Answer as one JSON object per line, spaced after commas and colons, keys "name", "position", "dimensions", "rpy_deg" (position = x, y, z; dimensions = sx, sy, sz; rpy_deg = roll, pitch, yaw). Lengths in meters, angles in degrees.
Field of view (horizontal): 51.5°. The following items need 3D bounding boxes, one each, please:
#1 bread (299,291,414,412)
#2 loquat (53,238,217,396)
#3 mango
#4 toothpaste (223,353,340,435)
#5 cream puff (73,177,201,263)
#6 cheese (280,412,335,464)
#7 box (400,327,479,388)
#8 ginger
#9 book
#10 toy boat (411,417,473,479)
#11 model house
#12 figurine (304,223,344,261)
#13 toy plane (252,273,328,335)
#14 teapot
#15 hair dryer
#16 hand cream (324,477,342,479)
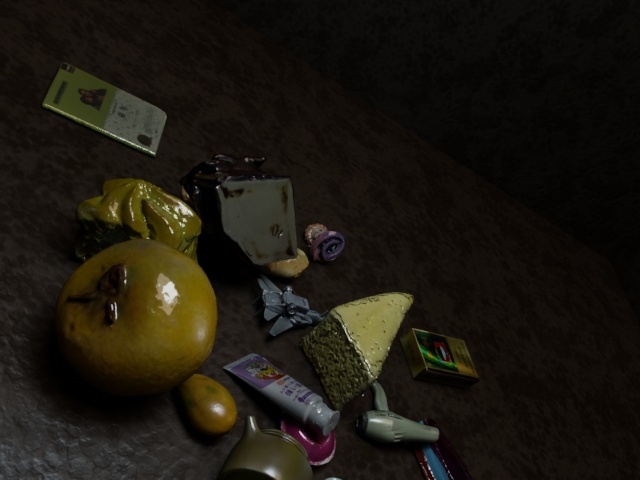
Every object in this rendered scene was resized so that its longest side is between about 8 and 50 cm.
{"name": "bread", "position": [0.138, 0.295, 1.793], "dimensions": [0.315, 0.248, 0.279], "rpy_deg": [-2, 55, -30]}
{"name": "loquat", "position": [-0.368, 0.171, 1.391], "dimensions": [0.359, 0.328, 0.329], "rpy_deg": [71, -8, -59]}
{"name": "mango", "position": [-0.248, 0.359, 1.465], "dimensions": [0.111, 0.090, 0.163], "rpy_deg": [6, 37, -40]}
{"name": "toothpaste", "position": [-0.090, 0.357, 1.587], "dimensions": [0.299, 0.073, 0.114], "rpy_deg": [28, 28, 27]}
{"name": "cream puff", "position": [-0.408, -0.028, 1.609], "dimensions": [0.323, 0.270, 0.274], "rpy_deg": [37, 27, -12]}
{"name": "cheese", "position": [-0.043, 0.477, 1.556], "dimensions": [0.155, 0.062, 0.244], "rpy_deg": [42, 35, 6]}
{"name": "box", "position": [0.378, 0.376, 2.102], "dimensions": [0.240, 0.071, 0.159], "rpy_deg": [16, 42, -32]}
{"name": "ginger", "position": [-0.234, -0.032, 1.950], "dimensions": [0.348, 0.122, 0.363], "rpy_deg": [2, 54, -42]}
{"name": "book", "position": [-0.644, -0.396, 2.026], "dimensions": [0.352, 0.035, 0.239], "rpy_deg": [25, 37, -24]}
{"name": "toy boat", "position": [0.356, 0.653, 1.748], "dimensions": [0.136, 0.079, 0.392], "rpy_deg": [8, 42, -40]}
{"name": "model house", "position": [-0.244, -0.086, 1.757], "dimensions": [0.317, 0.298, 0.282], "rpy_deg": [-10, 28, -45]}
{"name": "figurine", "position": [0.005, 0.009, 2.149], "dimensions": [0.157, 0.126, 0.114], "rpy_deg": [26, -34, 61]}
{"name": "toy plane", "position": [-0.058, 0.195, 1.856], "dimensions": [0.267, 0.088, 0.212], "rpy_deg": [18, 39, -31]}
{"name": "teapot", "position": [-0.095, 0.485, 1.382], "dimensions": [0.268, 0.185, 0.175], "rpy_deg": [61, 31, -17]}
{"name": "hair dryer", "position": [0.215, 0.476, 1.792], "dimensions": [0.218, 0.089, 0.225], "rpy_deg": [24, 26, 4]}
{"name": "hand cream", "position": [0.027, 0.621, 1.476], "dimensions": [0.076, 0.047, 0.174], "rpy_deg": [23, 44, -25]}
